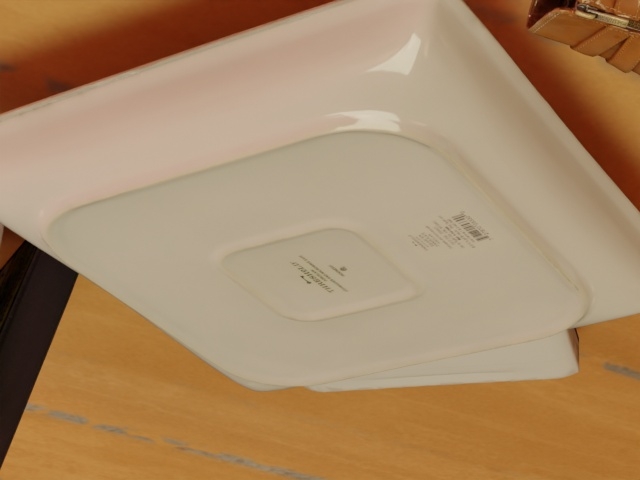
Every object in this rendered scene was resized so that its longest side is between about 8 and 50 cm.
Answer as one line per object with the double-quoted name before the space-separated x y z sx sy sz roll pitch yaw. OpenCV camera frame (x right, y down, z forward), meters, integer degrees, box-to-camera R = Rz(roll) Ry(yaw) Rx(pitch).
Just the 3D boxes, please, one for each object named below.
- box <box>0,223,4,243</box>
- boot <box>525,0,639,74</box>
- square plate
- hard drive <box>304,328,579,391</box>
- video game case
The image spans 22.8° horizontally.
"box" -0.305 0.026 0.988 0.181 0.182 0.119 18 147 -22
"boot" 0.181 -0.098 0.822 0.152 0.073 0.197 5 138 -4
"square plate" 0.000 0.000 0.952 0.344 0.049 0.347 -14 146 30
"hard drive" 0.045 0.012 1.058 0.210 0.040 0.319 -5 149 16
"video game case" -0.248 0.131 1.071 0.035 0.275 0.248 29 144 -16
